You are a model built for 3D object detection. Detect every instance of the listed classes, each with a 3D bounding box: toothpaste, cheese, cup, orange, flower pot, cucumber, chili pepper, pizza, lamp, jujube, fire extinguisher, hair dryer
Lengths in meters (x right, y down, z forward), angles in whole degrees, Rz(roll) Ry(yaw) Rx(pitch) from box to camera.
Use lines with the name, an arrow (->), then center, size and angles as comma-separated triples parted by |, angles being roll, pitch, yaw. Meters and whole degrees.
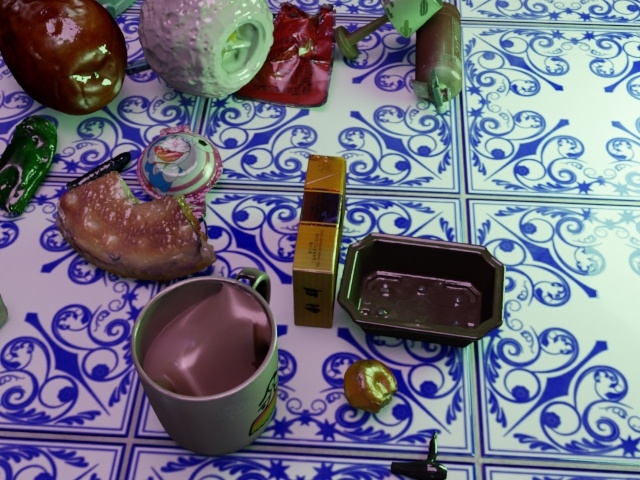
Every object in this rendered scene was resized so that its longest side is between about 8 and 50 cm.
toothpaste -> -0.357, -0.358, 1.749 | 0.083, 0.017, 0.020 | -19, 53, -14
cheese -> -0.246, -0.102, 1.515 | 0.155, 0.062, 0.244 | -8, 63, -3
cup -> -0.138, 0.161, 1.213 | 0.191, 0.200, 0.253 | 18, 55, 15
orange -> 0.067, 0.213, 1.258 | 0.086, 0.062, 0.086 | 24, 51, -33
flower pot -> 0.157, 0.089, 1.345 | 0.250, 0.084, 0.179 | 7, 52, 7
cucumber -> -0.394, -0.121, 1.551 | 0.133, 0.032, 0.032 | -37, 60, -27
chili pepper -> -0.537, -0.137, 1.547 | 0.097, 0.061, 0.224 | 10, 50, 0
pizza -> -0.305, -0.015, 1.428 | 0.305, 0.085, 0.161 | 17, 77, 18
lamp -> 0.129, -0.445, 1.706 | 0.214, 0.121, 0.121 | -26, 45, 27
jujube -> -0.498, -0.373, 1.633 | 0.223, 0.223, 0.318 | -32, 50, -22
fire extinguisher -> 0.229, -0.355, 1.686 | 0.104, 0.105, 0.269 | 4, 52, 4
hair dryer -> 0.143, 0.303, 1.215 | 0.078, 0.031, 0.083 | 5, 37, 15

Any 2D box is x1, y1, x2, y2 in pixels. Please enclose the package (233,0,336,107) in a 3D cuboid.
package -> -0.056, -0.383, 1.737 | 0.193, 0.071, 0.270 | 2, 54, 21

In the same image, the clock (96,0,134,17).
clock -> -0.497, -0.532, 1.860 | 0.159, 0.066, 0.211 | 19, 55, 16

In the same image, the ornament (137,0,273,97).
ornament -> -0.222, -0.405, 1.633 | 0.225, 0.259, 0.259 | 33, 59, 26

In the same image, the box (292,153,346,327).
box -> 0.001, 0.000, 1.373 | 0.070, 0.152, 0.237 | 3, 52, 3

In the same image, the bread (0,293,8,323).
bread -> -0.562, 0.096, 1.331 | 0.125, 0.106, 0.082 | 12, 51, 13
